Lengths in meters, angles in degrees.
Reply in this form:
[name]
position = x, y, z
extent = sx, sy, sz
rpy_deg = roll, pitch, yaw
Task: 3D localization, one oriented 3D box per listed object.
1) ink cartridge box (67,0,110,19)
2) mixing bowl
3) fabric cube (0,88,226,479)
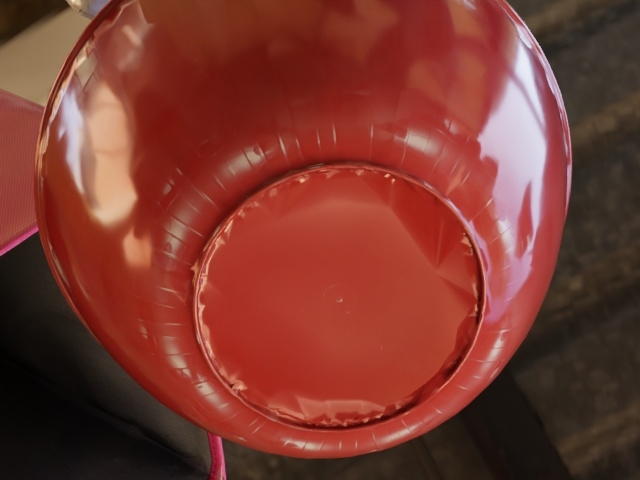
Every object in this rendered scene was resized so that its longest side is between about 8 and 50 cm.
[ink cartridge box]
position = -0.072, -0.263, 0.780
extent = 0.261, 0.066, 0.296
rpy_deg = -54, -130, 17
[mixing bowl]
position = 0.000, 0.000, 0.596
extent = 0.181, 0.181, 0.098
rpy_deg = -23, -156, 4
[fabric cube]
position = -0.248, 0.070, 1.128
extent = 0.258, 0.254, 0.259
rpy_deg = 24, -134, 36
